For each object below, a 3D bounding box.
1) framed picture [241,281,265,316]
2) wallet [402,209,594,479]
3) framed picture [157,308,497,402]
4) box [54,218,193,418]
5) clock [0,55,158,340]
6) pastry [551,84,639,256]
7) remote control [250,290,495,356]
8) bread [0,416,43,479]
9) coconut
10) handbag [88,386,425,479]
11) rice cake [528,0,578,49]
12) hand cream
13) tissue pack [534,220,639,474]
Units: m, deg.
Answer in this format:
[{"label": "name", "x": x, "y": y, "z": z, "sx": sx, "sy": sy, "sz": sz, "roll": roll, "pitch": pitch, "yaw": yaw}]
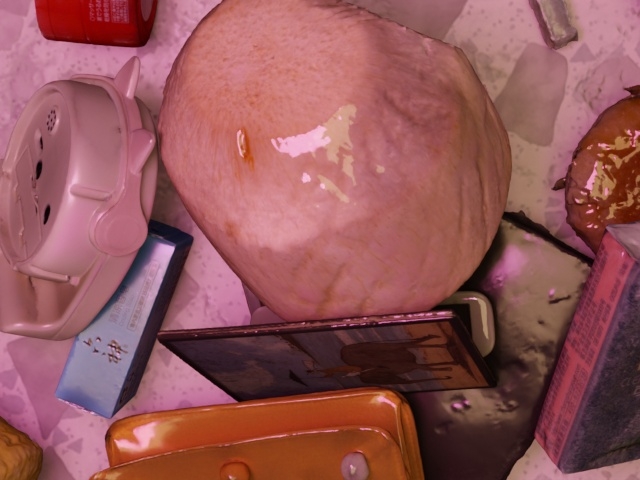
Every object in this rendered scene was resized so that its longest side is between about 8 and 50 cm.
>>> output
[{"label": "framed picture", "x": 0.000, "y": 0.000, "z": 1.528, "sx": 0.231, "sy": 0.018, "sz": 0.293, "roll": -15, "pitch": 94, "yaw": 3}, {"label": "wallet", "x": 0.210, "y": 0.155, "z": 1.485, "sx": 0.197, "sy": 0.051, "sz": 0.377, "roll": 29, "pitch": 104, "yaw": 10}, {"label": "framed picture", "x": 0.016, "y": 0.142, "z": 1.394, "sx": 0.347, "sy": 0.265, "sz": 0.016, "roll": -5, "pitch": 66, "yaw": 16}, {"label": "box", "x": -0.242, "y": 0.092, "z": 1.479, "sx": 0.083, "sy": 0.142, "sz": 0.232, "roll": 22, "pitch": 95, "yaw": 0}, {"label": "clock", "x": -0.289, "y": -0.065, "z": 1.374, "sx": 0.108, "sy": 0.265, "sz": 0.324, "roll": 13, "pitch": 134, "yaw": -34}, {"label": "pastry", "x": 0.425, "y": -0.064, "z": 1.461, "sx": 0.257, "sy": 0.121, "sz": 0.236, "roll": 19, "pitch": 99, "yaw": -3}, {"label": "remote control", "x": 0.063, "y": 0.113, "z": 1.476, "sx": 0.309, "sy": 0.038, "sz": 0.090, "roll": -4, "pitch": 94, "yaw": 15}, {"label": "bread", "x": -0.536, "y": 0.289, "z": 1.420, "sx": 0.348, "sy": 0.348, "sz": 0.308, "roll": -42, "pitch": 83, "yaw": 4}, {"label": "coconut", "x": 0.015, "y": -0.093, "z": 1.351, "sx": 0.415, "sy": 0.415, "sz": 0.344, "roll": 45, "pitch": 84, "yaw": -2}, {"label": "handbag", "x": -0.066, "y": 0.346, "z": 1.471, "sx": 0.401, "sy": 0.133, "sz": 0.283, "roll": -9, "pitch": 116, "yaw": 6}, {"label": "rice cake", "x": 0.270, "y": -0.342, "z": 1.484, "sx": 0.043, "sy": 0.034, "sz": 0.211, "roll": -19, "pitch": 93, "yaw": -5}, {"label": "hand cream", "x": -0.265, "y": -0.329, "z": 1.424, "sx": 0.125, "sy": 0.193, "sz": 0.193, "roll": 6, "pitch": 95, "yaw": 0}, {"label": "tissue pack", "x": 0.392, "y": 0.118, "z": 1.385, "sx": 0.228, "sy": 0.103, "sz": 0.316, "roll": -7, "pitch": 128, "yaw": -26}]
